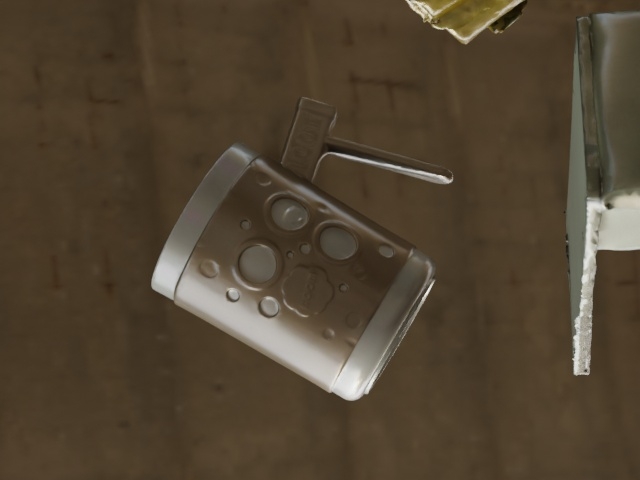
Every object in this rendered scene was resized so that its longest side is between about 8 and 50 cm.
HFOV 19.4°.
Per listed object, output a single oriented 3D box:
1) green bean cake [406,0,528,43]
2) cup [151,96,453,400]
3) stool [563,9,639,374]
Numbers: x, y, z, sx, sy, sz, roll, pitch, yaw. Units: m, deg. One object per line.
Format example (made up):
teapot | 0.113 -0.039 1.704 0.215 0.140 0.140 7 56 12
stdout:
green bean cake | 0.077 -0.292 1.479 0.230 0.131 0.224 41 -162 -46
cup | -0.003 0.005 0.775 0.099 0.074 0.102 31 -129 5
stool | 0.314 -0.032 1.417 0.269 0.244 0.170 83 -172 -57
